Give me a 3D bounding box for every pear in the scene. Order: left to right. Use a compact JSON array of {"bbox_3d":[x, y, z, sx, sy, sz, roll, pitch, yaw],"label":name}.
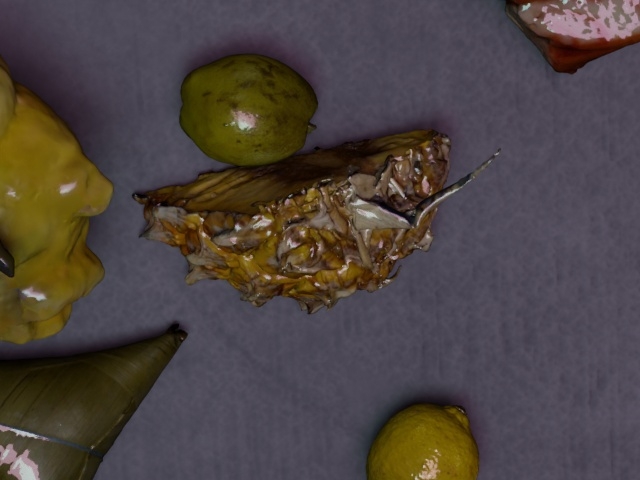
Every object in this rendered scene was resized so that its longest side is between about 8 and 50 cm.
[{"bbox_3d":[-0.067,-0.121,1.521,0.131,0.107,0.107,12,100,1],"label":"pear"}]

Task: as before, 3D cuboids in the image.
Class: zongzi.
[{"bbox_3d":[-0.283,0.131,1.557,0.228,0.115,0.256,35,79,0],"label":"zongzi"}]

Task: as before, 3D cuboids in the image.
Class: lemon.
[{"bbox_3d":[0.102,0.219,1.605,0.109,0.109,0.133,40,88,-12],"label":"lemon"}]

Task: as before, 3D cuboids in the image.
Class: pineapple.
[{"bbox_3d":[0.000,0.001,1.525,0.334,0.158,0.161,-11,102,-5],"label":"pineapple"}]

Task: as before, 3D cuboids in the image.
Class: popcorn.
[{"bbox_3d":[-0.332,-0.048,1.439,0.315,0.281,0.297,25,129,4],"label":"popcorn"}]

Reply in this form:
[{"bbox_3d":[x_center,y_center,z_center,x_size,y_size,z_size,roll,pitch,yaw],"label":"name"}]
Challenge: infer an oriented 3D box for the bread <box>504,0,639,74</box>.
[{"bbox_3d":[0.232,-0.340,1.505,0.327,0.114,0.295,39,95,-11],"label":"bread"}]
